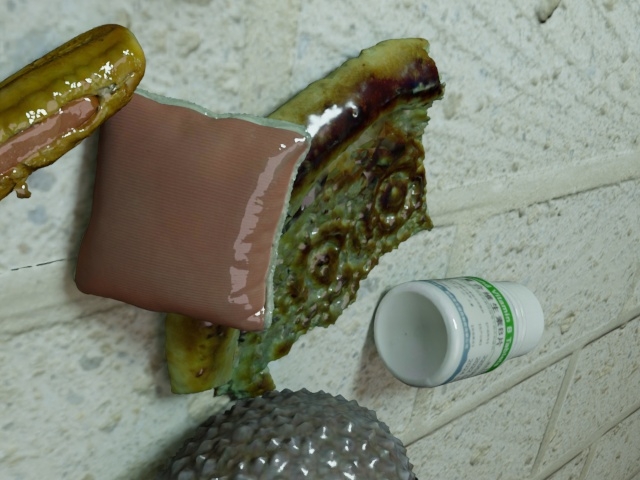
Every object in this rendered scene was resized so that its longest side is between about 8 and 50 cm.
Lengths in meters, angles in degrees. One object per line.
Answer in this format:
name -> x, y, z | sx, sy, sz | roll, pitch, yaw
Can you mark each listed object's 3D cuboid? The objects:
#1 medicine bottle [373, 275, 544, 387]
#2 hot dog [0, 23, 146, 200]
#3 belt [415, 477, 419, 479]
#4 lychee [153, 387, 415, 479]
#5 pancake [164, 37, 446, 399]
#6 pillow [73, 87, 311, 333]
medicine bottle -> 0.197, 0.118, 0.896 | 0.237, 0.139, 0.139 | 1, 113, -43
hot dog -> -0.235, -0.050, 0.424 | 0.286, 0.088, 0.061 | -36, 133, -16
belt -> 0.042, 0.389, 0.929 | 0.206, 0.116, 0.267 | -40, 138, -24
lychee -> -0.041, 0.287, 0.672 | 0.300, 0.300, 0.300 | -23, 128, -33
pancake -> -0.001, -0.004, 0.686 | 0.427, 0.067, 0.304 | -45, 138, -17
pillow -> -0.107, -0.024, 0.534 | 0.172, 0.075, 0.179 | 13, 106, -2
